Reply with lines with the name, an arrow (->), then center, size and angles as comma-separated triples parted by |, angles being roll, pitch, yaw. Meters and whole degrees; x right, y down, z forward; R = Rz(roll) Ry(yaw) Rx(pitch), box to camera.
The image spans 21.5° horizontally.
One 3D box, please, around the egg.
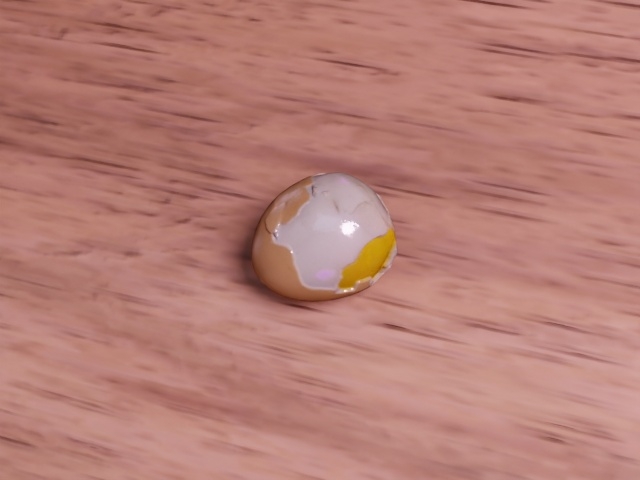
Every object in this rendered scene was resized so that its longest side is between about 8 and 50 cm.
egg -> 0.000, 0.000, 0.942 | 0.083, 0.071, 0.071 | -31, 61, 7
